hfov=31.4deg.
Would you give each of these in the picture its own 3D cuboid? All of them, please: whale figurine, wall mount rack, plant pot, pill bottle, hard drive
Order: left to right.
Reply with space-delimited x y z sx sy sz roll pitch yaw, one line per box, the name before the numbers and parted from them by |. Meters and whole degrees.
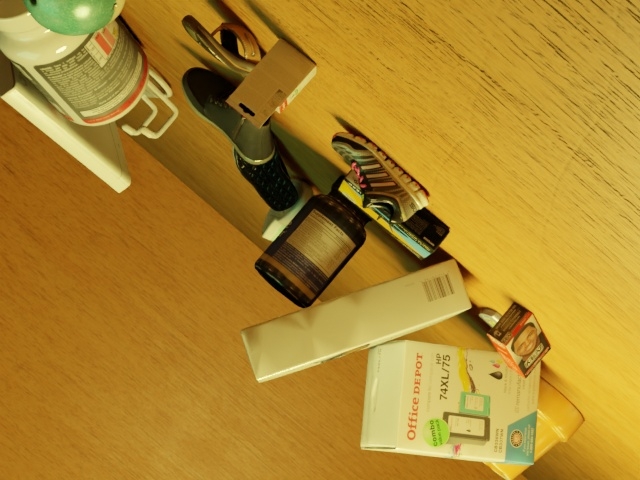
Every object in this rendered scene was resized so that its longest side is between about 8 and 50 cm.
whale figurine | -0.425 -0.421 1.724 0.272 0.141 0.216 37 141 10
hard drive | -0.536 -0.273 2.358 0.353 0.047 0.233 43 -163 -45
pill bottle | -0.479 -0.383 2.117 0.210 0.210 0.363 37 171 26
wall mount rack | -0.468 -0.355 2.504 0.304 0.130 0.350 44 171 -20
pill bottle | 0.000 0.000 1.945 0.123 0.219 0.123 39 172 7
plant pot | 0.389 0.371 2.282 0.205 0.188 0.205 39 172 6

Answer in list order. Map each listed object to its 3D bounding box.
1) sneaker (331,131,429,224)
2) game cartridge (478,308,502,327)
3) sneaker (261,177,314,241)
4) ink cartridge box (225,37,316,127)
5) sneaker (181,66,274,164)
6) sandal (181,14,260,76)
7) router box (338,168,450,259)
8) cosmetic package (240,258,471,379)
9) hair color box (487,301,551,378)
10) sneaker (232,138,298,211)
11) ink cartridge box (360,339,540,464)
sneaker | 0.074 -0.086 1.648 0.170 0.075 0.063 41 172 0
game cartridge | 0.312 0.143 2.026 0.056 0.017 0.083 45 172 -4
sneaker | -0.017 -0.048 2.328 0.151 0.094 0.256 17 161 -12
ink cartridge box | -0.065 -0.204 1.501 0.063 0.115 0.029 39 172 8
sneaker | -0.151 -0.240 1.924 0.222 0.083 0.118 45 155 17
sandal | -0.113 -0.269 1.609 0.219 0.060 0.090 28 -171 -45
router box | 0.113 -0.047 1.788 0.179 0.046 0.133 40 172 2
cosmetic package | 0.053 0.147 1.992 0.284 0.377 0.097 114 138 -83
hair color box | 0.328 0.166 1.867 0.043 0.072 0.141 35 171 36
sneaker | -0.115 -0.149 2.153 0.234 0.084 0.097 67 179 -48
ink cartridge box | 0.235 0.301 2.094 0.270 0.198 0.197 9 169 -16
